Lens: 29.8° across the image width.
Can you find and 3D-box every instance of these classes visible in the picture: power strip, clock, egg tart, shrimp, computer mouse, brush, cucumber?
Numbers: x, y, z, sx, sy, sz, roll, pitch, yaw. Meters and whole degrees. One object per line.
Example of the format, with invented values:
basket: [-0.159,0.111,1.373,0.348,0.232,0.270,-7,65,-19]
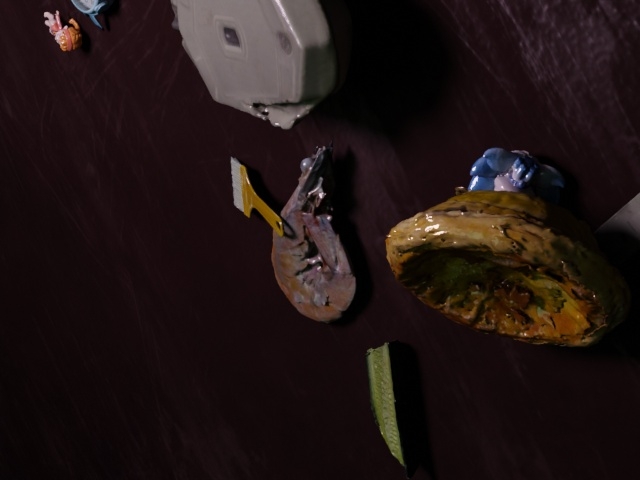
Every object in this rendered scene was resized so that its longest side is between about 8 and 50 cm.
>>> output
power strip: [0.345,-0.014,1.334,0.051,0.019,0.136,53,141,13]
clock: [-0.374,-0.414,1.951,0.108,0.045,0.147,40,137,30]
egg tart: [0.214,0.019,1.362,0.290,0.115,0.290,17,158,7]
shrimp: [0.000,0.000,1.724,0.164,0.062,0.317,38,139,25]
computer mouse: [-0.069,-0.289,1.584,0.429,0.145,0.228,25,135,55]
brush: [-0.093,-0.054,1.786,0.205,0.011,0.083,-137,39,-56]
cucumber: [0.104,0.235,1.739,0.070,0.046,0.220,12,117,49]

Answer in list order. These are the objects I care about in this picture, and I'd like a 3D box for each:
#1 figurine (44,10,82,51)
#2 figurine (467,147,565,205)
figurine: [-0.443,-0.362,2.063,0.109,0.047,0.064,43,145,40]
figurine: [0.222,-0.057,1.408,0.114,0.079,0.114,1,129,2]
